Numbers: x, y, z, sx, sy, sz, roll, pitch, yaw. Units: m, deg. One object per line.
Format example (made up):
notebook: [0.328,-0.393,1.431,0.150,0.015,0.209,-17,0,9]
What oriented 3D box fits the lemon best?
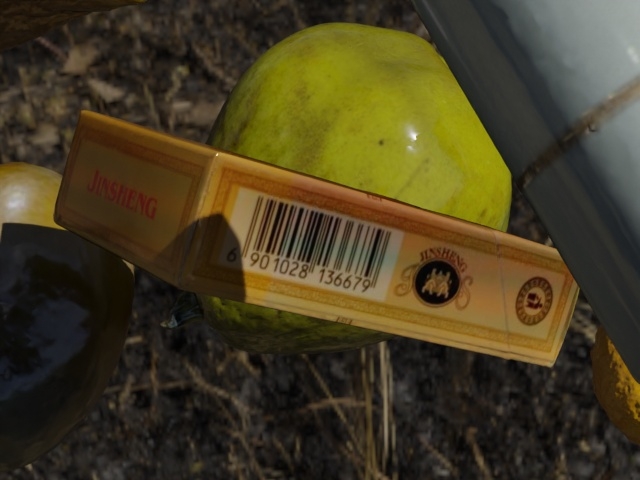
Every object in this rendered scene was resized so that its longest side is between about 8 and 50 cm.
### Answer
lemon: [0.360,0.140,1.356,0.142,0.142,0.187,-11,54,-9]

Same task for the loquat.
loquat: [-0.225,0.056,0.922,0.179,0.179,0.227,7,67,12]

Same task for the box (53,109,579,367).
box: [0.000,0.000,0.764,0.274,0.076,0.174,14,5,-35]

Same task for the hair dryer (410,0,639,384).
hair dryer: [0.187,-0.113,0.314,0.107,0.357,0.173,-18,77,-56]

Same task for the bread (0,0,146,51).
bread: [-0.369,-0.250,1.107,0.361,0.233,0.245,-21,-6,43]

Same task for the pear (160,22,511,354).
pear: [0.009,-0.030,1.162,0.375,0.287,0.287,-37,48,-5]
